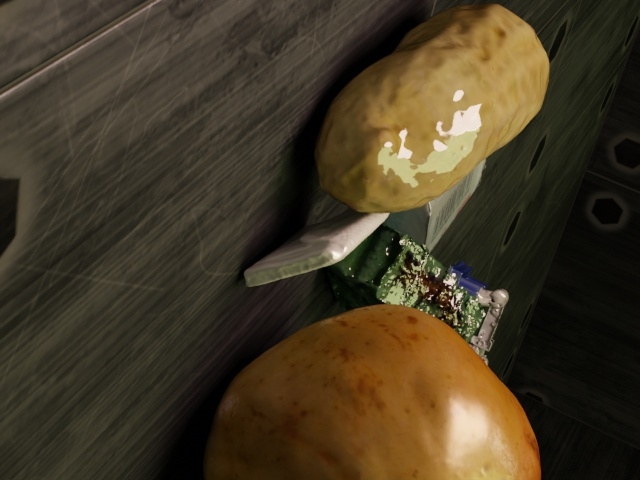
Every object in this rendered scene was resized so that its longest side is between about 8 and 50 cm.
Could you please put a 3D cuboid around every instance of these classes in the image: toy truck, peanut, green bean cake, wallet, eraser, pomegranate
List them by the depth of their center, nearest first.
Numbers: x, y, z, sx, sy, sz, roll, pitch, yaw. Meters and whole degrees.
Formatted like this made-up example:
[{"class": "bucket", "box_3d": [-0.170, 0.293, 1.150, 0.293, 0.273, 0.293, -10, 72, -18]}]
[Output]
[{"class": "wallet", "box_3d": [0.000, 0.000, 1.450, 0.032, 0.124, 0.183, 67, 28, -10]}, {"class": "peanut", "box_3d": [0.124, -0.151, 1.503, 0.387, 0.192, 0.170, -38, 105, -47]}, {"class": "pomegranate", "box_3d": [0.043, 0.258, 1.538, 0.410, 0.410, 0.410, -57, 163, -28]}, {"class": "green bean cake", "box_3d": [0.108, 0.062, 1.736, 0.107, 0.193, 0.208, -56, 162, -13]}, {"class": "eraser", "box_3d": [0.161, -0.073, 1.910, 0.227, 0.081, 0.174, -49, 154, -45]}, {"class": "toy truck", "box_3d": [0.207, 0.143, 2.217, 0.213, 0.177, 0.161, -69, 166, 10]}]
